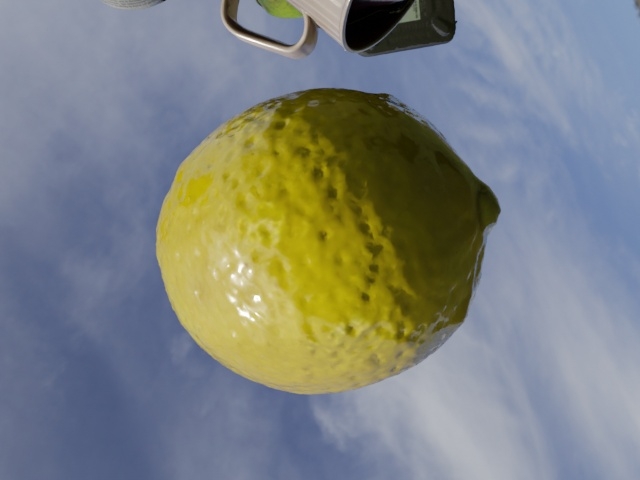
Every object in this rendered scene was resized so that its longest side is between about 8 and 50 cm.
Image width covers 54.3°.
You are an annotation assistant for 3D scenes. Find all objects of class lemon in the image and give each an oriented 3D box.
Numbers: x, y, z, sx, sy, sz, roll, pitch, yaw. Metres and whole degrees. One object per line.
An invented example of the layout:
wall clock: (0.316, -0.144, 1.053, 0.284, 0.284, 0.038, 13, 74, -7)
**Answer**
lemon: (-0.002, 0.000, 0.645, 0.336, 0.336, 0.336, 21, -124, -34)

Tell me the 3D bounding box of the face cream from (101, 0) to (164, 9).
face cream: (-0.307, -0.472, 0.968, 0.153, 0.177, 0.177, 69, -170, -71)

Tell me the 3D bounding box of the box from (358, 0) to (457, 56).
box: (0.212, -0.652, 1.658, 0.073, 0.289, 0.290, -92, -7, -67)

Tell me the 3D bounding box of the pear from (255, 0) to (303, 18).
pear: (-0.096, -0.733, 1.729, 0.238, 0.164, 0.255, 36, -127, 26)

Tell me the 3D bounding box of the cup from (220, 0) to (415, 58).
cup: (0.001, -0.406, 0.893, 0.273, 0.288, 0.208, 40, -139, 14)
